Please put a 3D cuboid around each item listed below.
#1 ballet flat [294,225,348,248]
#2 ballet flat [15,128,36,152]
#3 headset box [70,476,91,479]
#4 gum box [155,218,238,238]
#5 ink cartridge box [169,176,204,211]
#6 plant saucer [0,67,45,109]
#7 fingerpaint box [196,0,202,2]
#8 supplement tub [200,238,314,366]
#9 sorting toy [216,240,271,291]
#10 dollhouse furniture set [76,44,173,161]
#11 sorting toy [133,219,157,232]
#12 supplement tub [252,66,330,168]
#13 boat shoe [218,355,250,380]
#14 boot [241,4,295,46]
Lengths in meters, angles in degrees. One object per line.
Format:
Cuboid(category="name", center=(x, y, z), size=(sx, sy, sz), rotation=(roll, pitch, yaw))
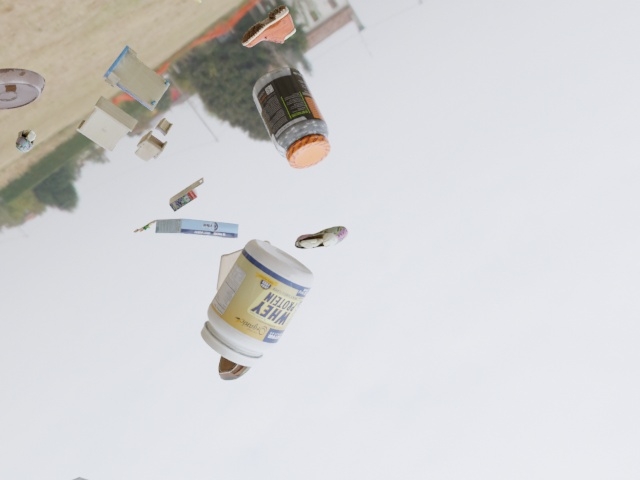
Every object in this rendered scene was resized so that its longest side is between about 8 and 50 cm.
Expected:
Cuboid(category="ballet flat", center=(0.000, 0.000, 2.303), size=(0.221, 0.077, 0.079), rotation=(-11, -159, 21))
Cuboid(category="ballet flat", center=(-0.672, -0.234, 1.362), size=(0.041, 0.041, 0.114), rotation=(-37, -148, -1))
Cuboid(category="headset box", center=(-0.653, 0.739, 1.491), size=(0.293, 0.110, 0.218), rotation=(96, 10, -75))
Cuboid(category="gum box", center=(-0.327, -0.031, 1.558), size=(0.184, 0.157, 0.041), rotation=(2, -93, 56))
Cuboid(category="ink cartridge box", center=(-0.367, -0.129, 1.656), size=(0.115, 0.029, 0.063), rotation=(-32, -156, 1))
Cuboid(category="plant saucer", center=(-0.699, -0.331, 1.319), size=(0.168, 0.029, 0.168), rotation=(-17, 174, -2))
Cuboid(category="fingerpaint box", center=(-0.554, -0.962, 1.820), size=(0.371, 0.445, 0.163), rotation=(178, -67, -82))
Cuboid(category="supplement tub", center=(-0.186, 0.180, 1.720), size=(0.316, 0.228, 0.228), rotation=(-59, -161, 6))
Cuboid(category="sorting toy", center=(-0.293, 0.096, 2.233), size=(0.208, 0.193, 0.038), rotation=(-17, -133, -36))
Cuboid(category="dollhouse furniture set", center=(-0.650, -0.468, 2.085), size=(0.198, 0.286, 0.303), rotation=(-22, -139, 49))
Cuboid(category="sorting toy", center=(-0.484, -0.035, 1.636), size=(0.062, 0.012, 0.083), rotation=(-27, -168, -2))
Cuboid(category="supplement tub", center=(-0.056, -0.249, 1.217), size=(0.117, 0.190, 0.117), rotation=(-20, 158, -8))
Cuboid(category="boat shoe", center=(-0.261, 0.302, 1.910), size=(0.122, 0.120, 0.324), rotation=(-13, -149, 22))
Cuboid(category="boot", center=(-0.139, -0.562, 1.620), size=(0.158, 0.084, 0.059), rotation=(-37, -139, -6))
